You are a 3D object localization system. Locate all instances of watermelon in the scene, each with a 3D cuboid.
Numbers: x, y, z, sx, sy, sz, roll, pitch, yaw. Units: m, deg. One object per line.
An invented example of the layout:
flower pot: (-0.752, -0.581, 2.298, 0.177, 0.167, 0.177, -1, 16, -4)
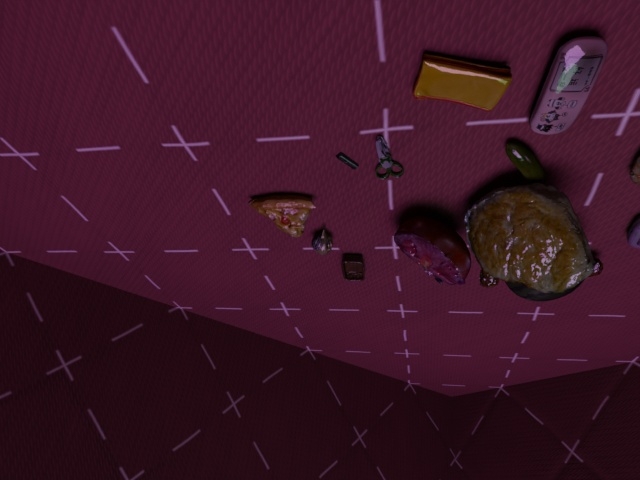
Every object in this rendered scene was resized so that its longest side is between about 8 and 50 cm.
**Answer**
watermelon: (0.885, 0.089, 1.792, 0.278, 0.279, 0.359, 18, 141, -17)

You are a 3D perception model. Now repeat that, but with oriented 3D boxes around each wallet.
wallet: (0.386, -0.439, 1.270, 0.241, 0.067, 0.141, 12, 152, 1)

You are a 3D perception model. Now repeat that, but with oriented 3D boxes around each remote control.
remote control: (0.095, -0.277, 1.614, 0.091, 0.016, 0.034, 28, 137, -31)

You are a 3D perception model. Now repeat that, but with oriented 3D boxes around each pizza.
pizza: (-0.124, -0.088, 1.899, 0.279, 0.075, 0.288, -4, 146, 18)

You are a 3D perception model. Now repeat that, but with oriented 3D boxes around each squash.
squash: (0.687, -0.244, 1.507, 0.069, 0.069, 0.258, -23, 138, 38)

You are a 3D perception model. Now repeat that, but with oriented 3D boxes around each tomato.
tomato: (0.470, 0.018, 1.795, 0.334, 0.176, 0.290, 39, 170, 10)

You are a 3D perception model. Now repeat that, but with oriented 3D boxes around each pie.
pie: (0.716, -0.011, 1.593, 0.180, 0.396, 0.418, -23, -172, -33)

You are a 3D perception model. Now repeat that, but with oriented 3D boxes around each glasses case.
glasses case: (0.662, -0.410, 1.241, 0.121, 0.075, 0.314, 0, 147, 5)

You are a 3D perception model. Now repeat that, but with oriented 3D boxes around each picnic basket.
picnic basket: (0.159, 0.130, 2.204, 0.110, 0.055, 0.193, 1, 147, 8)

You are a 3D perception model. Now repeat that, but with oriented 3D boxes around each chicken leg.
chicken leg: (1.045, 0.102, 1.975, 0.304, 0.093, 0.113, 1, 130, 24)

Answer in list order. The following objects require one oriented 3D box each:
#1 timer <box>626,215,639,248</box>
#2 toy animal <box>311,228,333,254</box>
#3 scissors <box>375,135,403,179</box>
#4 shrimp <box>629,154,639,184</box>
timer: (1.275, -0.041, 1.709, 0.208, 0.069, 0.191, -4, 146, 15)
toy animal: (0.000, 0.000, 2.006, 0.098, 0.098, 0.137, -4, 129, 17)
scissors: (0.221, -0.282, 1.572, 0.101, 0.027, 0.204, -9, 147, 18)
shrimp: (1.060, -0.275, 1.400, 0.153, 0.062, 0.294, -11, 148, 5)
